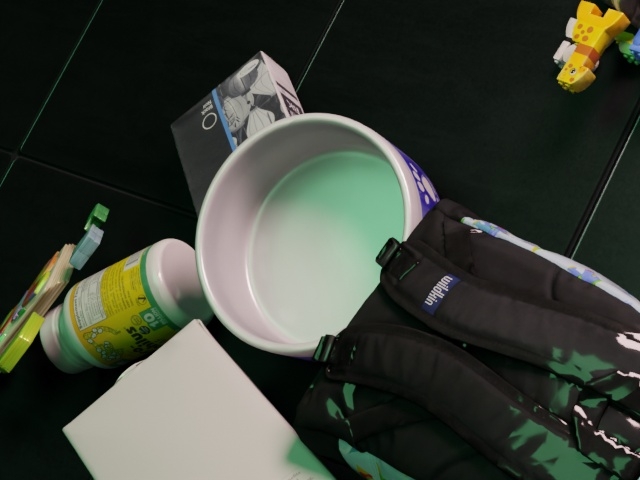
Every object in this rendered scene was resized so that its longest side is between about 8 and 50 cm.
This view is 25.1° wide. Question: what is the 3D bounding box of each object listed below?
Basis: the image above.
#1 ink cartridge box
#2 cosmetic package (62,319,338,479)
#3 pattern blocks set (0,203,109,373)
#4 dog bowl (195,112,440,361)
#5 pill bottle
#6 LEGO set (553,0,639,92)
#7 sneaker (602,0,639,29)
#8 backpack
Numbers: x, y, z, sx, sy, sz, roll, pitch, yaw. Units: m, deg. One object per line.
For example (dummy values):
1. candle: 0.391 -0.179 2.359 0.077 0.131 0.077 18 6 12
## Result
1. ink cartridge box: -0.076 -0.070 1.757 0.165 0.065 0.333 -37 47 16
2. cosmetic package: -0.091 0.266 1.459 0.197 0.155 0.365 -39 39 -6
3. pattern blocks set: -0.375 0.091 1.839 0.325 0.026 0.285 -53 14 5
4. dog bowl: 0.000 0.000 1.571 0.264 0.104 0.265 -7 75 27
5. pill bottle: -0.240 0.088 1.760 0.208 0.117 0.118 -25 51 27
6. LEGO set: 0.306 -0.179 1.481 0.227 0.087 0.093 29 85 47
7. sneaker: 0.384 -0.368 1.519 0.300 0.111 0.121 -51 40 1
8. backpack: 0.196 0.147 1.285 0.290 0.273 0.355 -57 29 -13
